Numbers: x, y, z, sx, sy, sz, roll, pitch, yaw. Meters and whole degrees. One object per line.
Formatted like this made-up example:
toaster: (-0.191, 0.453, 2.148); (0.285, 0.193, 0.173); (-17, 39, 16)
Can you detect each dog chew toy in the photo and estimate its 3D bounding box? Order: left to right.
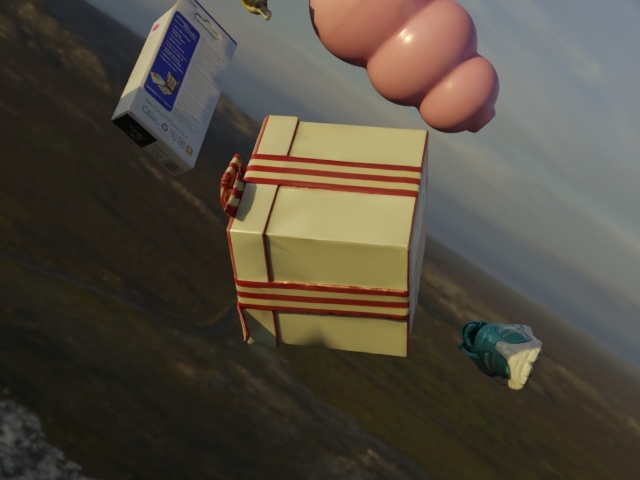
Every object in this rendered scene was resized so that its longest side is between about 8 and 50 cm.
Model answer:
dog chew toy: (0.138, -0.297, 1.473); (0.332, 0.206, 0.206); (48, 6, 0)

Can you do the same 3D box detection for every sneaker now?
sneaker: (0.272, 0.160, 1.547); (0.110, 0.107, 0.275); (30, -5, 3)

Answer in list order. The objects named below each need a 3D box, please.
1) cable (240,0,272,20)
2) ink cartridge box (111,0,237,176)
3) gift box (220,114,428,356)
cable: (-0.145, -0.424, 1.438); (0.287, 0.072, 0.139); (46, -14, 50)
ink cartridge box: (-0.282, -0.320, 1.964); (0.069, 0.370, 0.176); (-17, -47, 36)
gift box: (0.000, 0.000, 1.288); (0.258, 0.255, 0.276); (6, 42, 11)
